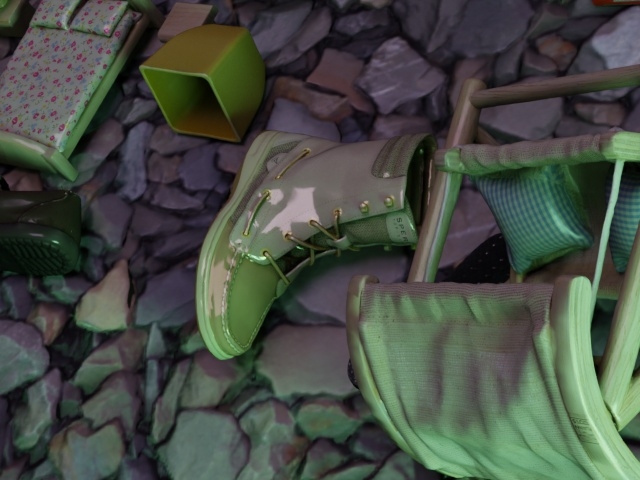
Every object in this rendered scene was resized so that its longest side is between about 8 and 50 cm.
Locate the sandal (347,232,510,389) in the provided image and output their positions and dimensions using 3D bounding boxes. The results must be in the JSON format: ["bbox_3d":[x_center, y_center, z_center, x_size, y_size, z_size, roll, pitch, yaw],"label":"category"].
[{"bbox_3d":[0.098,0.063,1.199,0.179,0.040,0.067,-38,51,-21],"label":"sandal"}]

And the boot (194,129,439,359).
[{"bbox_3d":[0.000,0.000,1.269,0.165,0.077,0.213,1,55,27],"label":"boot"}]

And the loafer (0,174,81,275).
[{"bbox_3d":[-0.304,-0.017,1.455,0.220,0.080,0.078,7,55,22],"label":"loafer"}]

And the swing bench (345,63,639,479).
[{"bbox_3d":[0.156,0.027,1.038,0.254,0.165,0.253,-57,24,-18],"label":"swing bench"}]

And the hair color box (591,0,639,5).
[{"bbox_3d":[0.283,-0.275,1.330,0.093,0.053,0.167,4,60,32],"label":"hair color box"}]

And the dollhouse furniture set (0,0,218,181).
[{"bbox_3d":[-0.325,-0.150,1.492,0.355,0.174,0.303,9,62,34],"label":"dollhouse furniture set"}]

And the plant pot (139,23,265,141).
[{"bbox_3d":[-0.095,-0.149,1.430,0.081,0.081,0.083,12,53,35],"label":"plant pot"}]
